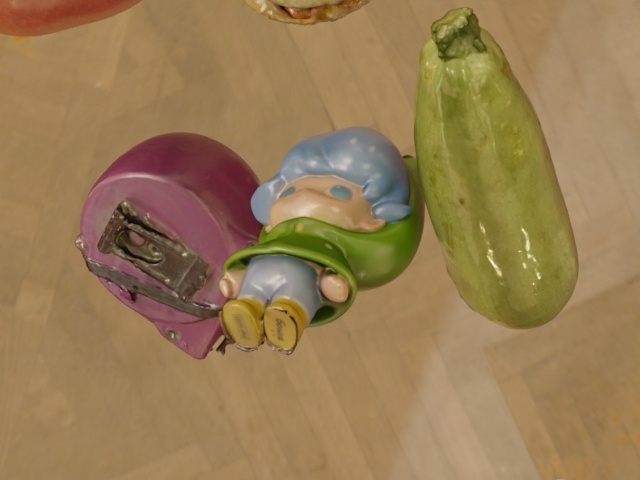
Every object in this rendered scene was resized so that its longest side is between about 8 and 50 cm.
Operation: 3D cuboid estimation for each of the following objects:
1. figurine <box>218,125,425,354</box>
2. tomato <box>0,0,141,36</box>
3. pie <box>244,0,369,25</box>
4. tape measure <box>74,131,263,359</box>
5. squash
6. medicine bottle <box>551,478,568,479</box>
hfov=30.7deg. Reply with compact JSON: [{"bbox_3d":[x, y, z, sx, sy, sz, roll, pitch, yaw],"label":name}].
[{"bbox_3d":[0.000,0.000,1.042,0.162,0.263,0.143,-5,124,32],"label":"figurine"},{"bbox_3d":[-0.291,-0.377,1.265,0.341,0.273,0.341,-5,120,-9],"label":"tomato"},{"bbox_3d":[-0.020,-0.302,1.093,0.179,0.084,0.205,-44,84,-11],"label":"pie"},{"bbox_3d":[-0.161,0.001,1.376,0.245,0.149,0.231,33,130,2],"label":"tape measure"},{"bbox_3d":[0.136,-0.052,0.963,0.118,0.118,0.370,-23,136,5],"label":"squash"},{"bbox_3d":[0.349,0.369,1.368,0.095,0.095,0.260,-44,117,10],"label":"medicine bottle"}]
